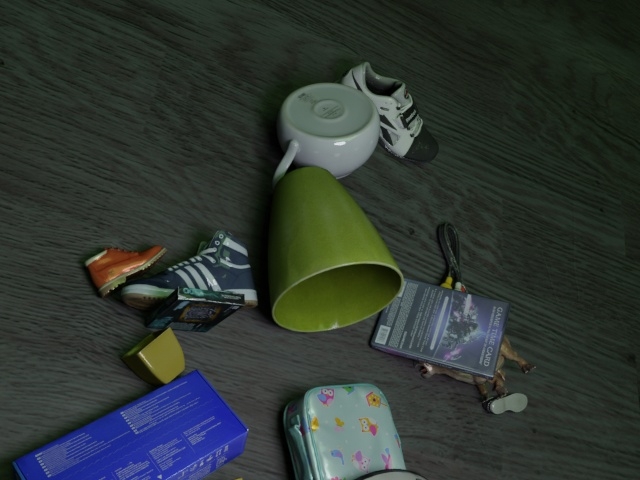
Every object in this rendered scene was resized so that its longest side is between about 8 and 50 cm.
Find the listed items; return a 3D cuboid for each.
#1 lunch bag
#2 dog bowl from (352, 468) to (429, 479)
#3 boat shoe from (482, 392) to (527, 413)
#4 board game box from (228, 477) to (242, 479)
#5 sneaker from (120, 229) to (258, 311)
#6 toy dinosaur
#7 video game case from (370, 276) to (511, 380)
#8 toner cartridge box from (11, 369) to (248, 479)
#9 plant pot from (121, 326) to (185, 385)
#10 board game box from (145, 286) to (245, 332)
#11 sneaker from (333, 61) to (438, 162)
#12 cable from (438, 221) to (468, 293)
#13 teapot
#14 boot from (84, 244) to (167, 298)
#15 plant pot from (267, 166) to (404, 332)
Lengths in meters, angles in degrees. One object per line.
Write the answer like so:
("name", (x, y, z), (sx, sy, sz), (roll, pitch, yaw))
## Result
("lunch bag", (0.045, 0.418, 1.402), (0.224, 0.108, 0.279), (2, 60, -33))
("dog bowl", (0.134, 0.625, 1.259), (0.408, 0.150, 0.407), (-4, 97, -33))
("boat shoe", (0.444, 0.392, 1.726), (0.125, 0.038, 0.046), (-5, 91, -32))
("board game box", (-0.213, 0.590, 1.208), (0.242, 0.064, 0.316), (-6, 72, -34))
("sneaker", (-0.255, 0.057, 1.399), (0.282, 0.099, 0.153), (5, 71, -38))
("toy dinosaur", (0.378, 0.265, 1.694), (0.296, 0.127, 0.200), (-24, 76, -43))
("video game case", (0.272, 0.191, 1.616), (0.274, 0.026, 0.196), (14, 55, 16))
("toner cartridge box", (-0.309, 0.363, 1.203), (0.348, 0.075, 0.165), (-22, 51, -37))
("plant pot", (-0.297, 0.220, 1.316), (0.081, 0.081, 0.083), (-41, 102, -37))
("board game box", (-0.235, 0.130, 1.325), (0.126, 0.186, 0.026), (9, 64, -29))
("sneaker", (0.192, -0.324, 1.825), (0.331, 0.146, 0.122), (34, 54, -17))
("cable", (0.343, 0.085, 1.779), (0.139, 0.072, 0.287), (30, 56, -24))
("teapot", (0.013, -0.225, 1.652), (0.256, 0.187, 0.252), (-2, 47, -5))
("boot", (-0.369, 0.035, 1.367), (0.158, 0.059, 0.084), (-32, 83, -36))
("plant pot", (0.000, 0.000, 1.510), (0.275, 0.274, 0.293), (4, 53, -31))
